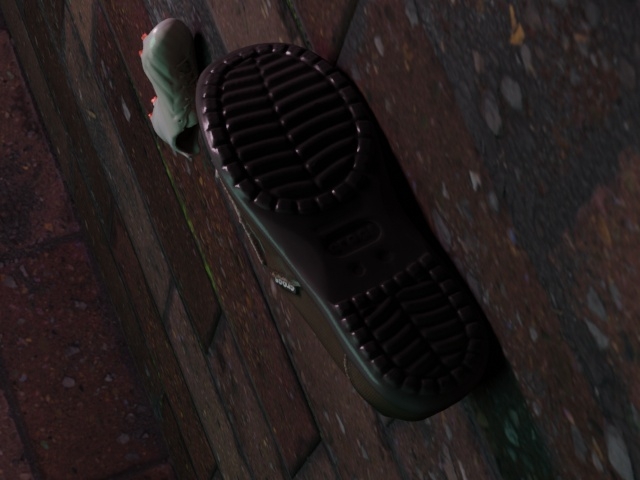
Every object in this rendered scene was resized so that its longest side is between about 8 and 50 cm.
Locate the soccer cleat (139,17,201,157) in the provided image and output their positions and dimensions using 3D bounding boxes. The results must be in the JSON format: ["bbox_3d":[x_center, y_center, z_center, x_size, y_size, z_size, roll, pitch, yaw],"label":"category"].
[{"bbox_3d":[-0.157,-0.171,1.661,0.076,0.068,0.196,47,156,24],"label":"soccer cleat"}]

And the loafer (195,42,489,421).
[{"bbox_3d":[0.000,0.000,1.177,0.130,0.134,0.366,98,149,-57],"label":"loafer"}]
